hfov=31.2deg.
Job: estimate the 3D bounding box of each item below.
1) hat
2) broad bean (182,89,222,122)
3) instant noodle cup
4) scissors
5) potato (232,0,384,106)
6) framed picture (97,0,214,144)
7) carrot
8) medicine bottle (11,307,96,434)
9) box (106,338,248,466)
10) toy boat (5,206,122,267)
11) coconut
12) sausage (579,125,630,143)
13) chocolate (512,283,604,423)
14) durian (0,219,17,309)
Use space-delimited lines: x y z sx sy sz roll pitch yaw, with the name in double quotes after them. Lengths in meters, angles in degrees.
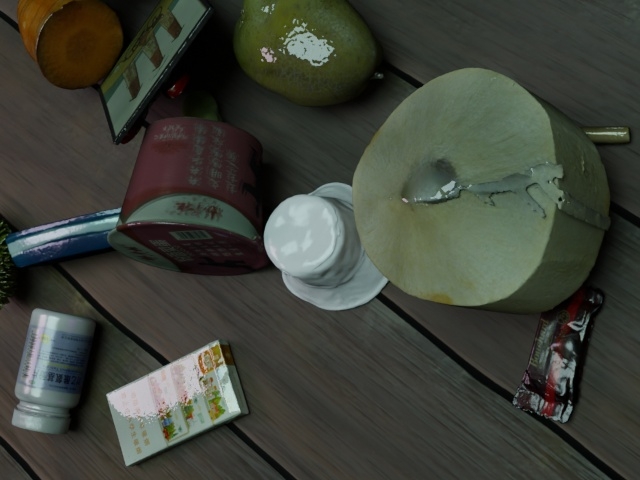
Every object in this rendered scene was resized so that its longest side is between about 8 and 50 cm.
0.000 0.000 1.618 0.203 0.126 0.203 -5 79 23 "hat"
-0.188 -0.200 1.802 0.063 0.045 0.083 -42 57 13 "broad bean"
-0.182 -0.063 1.681 0.235 0.235 0.178 -4 68 27 "instant noodle cup"
-0.250 -0.234 1.765 0.144 0.017 0.247 -41 20 14 "scissors"
-0.015 -0.286 1.667 0.251 0.159 0.174 32 119 20 "potato"
-0.260 -0.290 1.765 0.244 0.013 0.324 -53 24 9 "framed picture"
-0.440 -0.367 1.910 0.159 0.159 0.225 -54 48 9 "carrot"
-0.423 0.206 1.810 0.103 0.103 0.186 9 84 29 "medicine bottle"
-0.220 0.247 1.737 0.220 0.032 0.122 -27 68 21 "box"
-0.363 -0.009 1.829 0.299 0.096 0.061 -12 84 23 "toy boat"
0.199 -0.055 1.425 0.323 0.323 0.322 -6 78 27 "coconut"
0.345 -0.140 1.523 0.132 0.024 0.024 2 81 27 "sausage"
0.308 0.140 1.485 0.086 0.028 0.182 17 89 31 "chocolate"
-0.547 0.021 1.904 0.095 0.137 0.220 -32 48 -3 "durian"
